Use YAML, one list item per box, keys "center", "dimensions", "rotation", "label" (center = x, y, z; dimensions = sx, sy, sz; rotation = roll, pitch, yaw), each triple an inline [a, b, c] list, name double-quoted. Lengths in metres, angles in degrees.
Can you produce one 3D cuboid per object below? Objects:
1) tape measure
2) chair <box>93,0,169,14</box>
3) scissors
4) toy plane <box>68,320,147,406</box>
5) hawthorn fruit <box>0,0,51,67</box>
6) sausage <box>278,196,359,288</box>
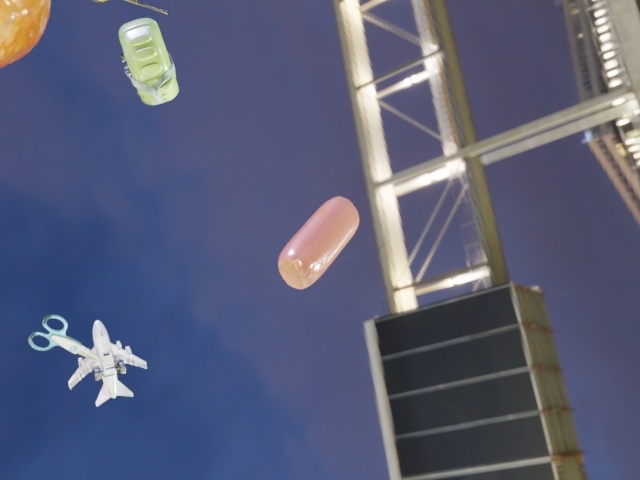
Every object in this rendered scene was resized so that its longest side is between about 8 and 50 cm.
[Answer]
- center: [-0.305, -0.314, 1.400]
  dimensions: [0.177, 0.088, 0.153]
  rotation: [-129, 23, -66]
  label: "tape measure"
- center: [-0.490, -0.623, 1.784]
  dimensions: [0.160, 0.326, 0.170]
  rotation: [-8, -66, -66]
  label: "chair"
- center: [-0.360, 0.150, 1.137]
  dimensions: [0.119, 0.058, 0.014]
  rotation: [42, 177, -40]
  label: "scissors"
- center: [-0.445, 0.250, 1.640]
  dimensions: [0.162, 0.066, 0.171]
  rotation: [-12, -86, -26]
  label: "toy plane"
- center: [-0.573, -0.451, 1.069]
  dimensions: [0.472, 0.472, 0.471]
  rotation: [35, -134, -45]
  label: "hawthorn fruit"
- center: [0.000, 0.000, 1.060]
  dimensions: [0.154, 0.062, 0.062]
  rotation: [-50, -63, -39]
  label: "sausage"
